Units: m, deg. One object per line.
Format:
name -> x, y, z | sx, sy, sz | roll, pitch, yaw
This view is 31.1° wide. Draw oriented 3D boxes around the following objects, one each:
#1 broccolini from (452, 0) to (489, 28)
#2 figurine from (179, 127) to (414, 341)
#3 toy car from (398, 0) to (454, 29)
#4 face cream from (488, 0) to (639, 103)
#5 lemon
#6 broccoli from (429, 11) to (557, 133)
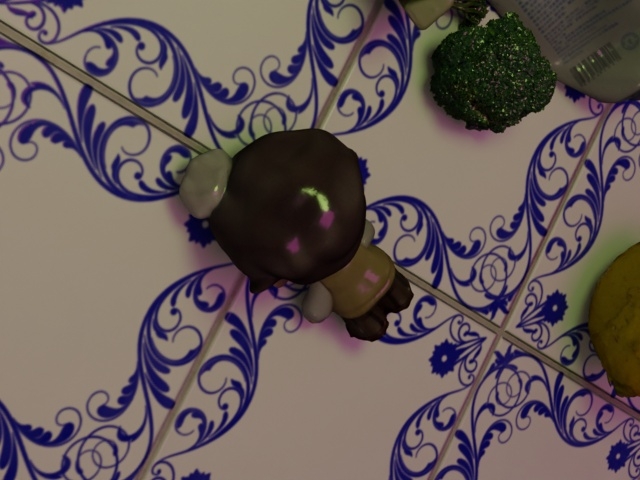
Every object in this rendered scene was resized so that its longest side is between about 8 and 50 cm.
broccolini -> 0.175, -0.349, 1.661 | 0.194, 0.052, 0.054 | 11, 91, -35
figurine -> -0.006, -0.011, 1.568 | 0.218, 0.206, 0.365 | -37, 147, 3
toy car -> 0.240, -0.435, 1.500 | 0.335, 0.242, 0.226 | -17, 105, 5
face cream -> 0.399, -0.362, 1.750 | 0.234, 0.137, 0.420 | -35, 126, 19
lemon -> 0.577, 0.131, 1.928 | 0.253, 0.253, 0.310 | 40, 81, -34
broccoli -> 0.249, -0.239, 1.672 | 0.156, 0.195, 0.195 | -58, 136, -57
